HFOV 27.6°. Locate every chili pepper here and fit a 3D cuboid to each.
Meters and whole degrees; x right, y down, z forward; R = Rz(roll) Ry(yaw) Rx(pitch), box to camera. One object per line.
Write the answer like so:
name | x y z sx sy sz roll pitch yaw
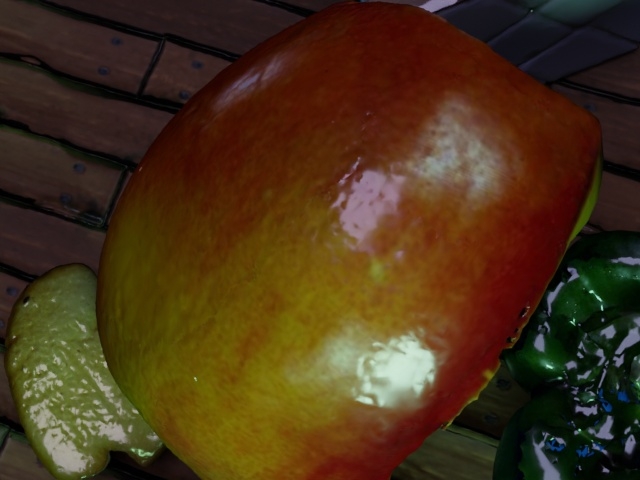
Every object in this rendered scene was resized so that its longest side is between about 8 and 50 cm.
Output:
chili pepper | 0.238 0.137 0.903 0.233 0.257 0.249 11 74 18

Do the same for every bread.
bread | -0.181 0.107 1.084 0.149 0.065 0.188 -18 67 -8

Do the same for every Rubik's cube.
Rubik's cube | 0.126 -0.250 1.054 0.221 0.231 0.225 -20 73 4

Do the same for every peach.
peach | 0.000 0.000 0.904 0.242 0.306 0.380 37 105 -22
